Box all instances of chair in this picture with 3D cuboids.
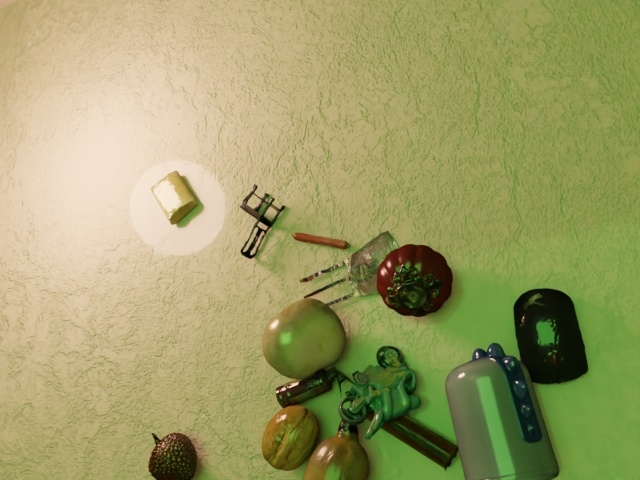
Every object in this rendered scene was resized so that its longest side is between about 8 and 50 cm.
[{"bbox_3d":[-0.235,-0.063,2.145,0.113,0.106,0.229,33,89,27],"label":"chair"}]

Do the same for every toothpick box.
[{"bbox_3d":[0.468,0.454,1.605,0.262,0.263,0.355,-18,67,18],"label":"toothpick box"}]

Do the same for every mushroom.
[{"bbox_3d":[-0.060,0.301,1.909,0.234,0.260,0.254,14,81,65],"label":"mushroom"}]

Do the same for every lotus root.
[{"bbox_3d":[0.053,0.660,1.777,0.182,0.183,0.310,13,75,26],"label":"lotus root"}]

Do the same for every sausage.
[{"bbox_3d":[0.000,0.000,2.067,0.223,0.029,0.030,10,79,26],"label":"sausage"},{"bbox_3d":[0.223,0.538,1.787,0.371,0.082,0.082,26,86,29],"label":"sausage"}]

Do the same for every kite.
[{"bbox_3d":[0.105,0.113,1.993,0.360,0.022,0.204,-20,68,13],"label":"kite"}]

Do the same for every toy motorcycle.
[{"bbox_3d":[0.185,0.446,1.773,0.198,0.109,0.296,35,53,21],"label":"toy motorcycle"}]

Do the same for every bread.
[{"bbox_3d":[-0.565,-0.168,2.345,0.139,0.060,0.178,-41,63,7],"label":"bread"}]

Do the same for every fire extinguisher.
[{"bbox_3d":[-0.010,0.465,1.911,0.252,0.075,0.106,-25,72,14],"label":"fire extinguisher"}]

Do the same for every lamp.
[{"bbox_3d":[0.279,0.117,1.820,0.226,0.227,0.227,-7,72,22],"label":"lamp"}]

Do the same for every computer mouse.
[{"bbox_3d":[0.625,0.256,1.680,0.170,0.100,0.270,-13,70,22],"label":"computer mouse"}]

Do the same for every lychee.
[{"bbox_3d":[-0.487,0.706,1.993,0.197,0.165,0.165,39,92,11],"label":"lychee"}]

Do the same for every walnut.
[{"bbox_3d":[-0.093,0.601,1.861,0.159,0.159,0.207,31,95,28],"label":"walnut"}]
